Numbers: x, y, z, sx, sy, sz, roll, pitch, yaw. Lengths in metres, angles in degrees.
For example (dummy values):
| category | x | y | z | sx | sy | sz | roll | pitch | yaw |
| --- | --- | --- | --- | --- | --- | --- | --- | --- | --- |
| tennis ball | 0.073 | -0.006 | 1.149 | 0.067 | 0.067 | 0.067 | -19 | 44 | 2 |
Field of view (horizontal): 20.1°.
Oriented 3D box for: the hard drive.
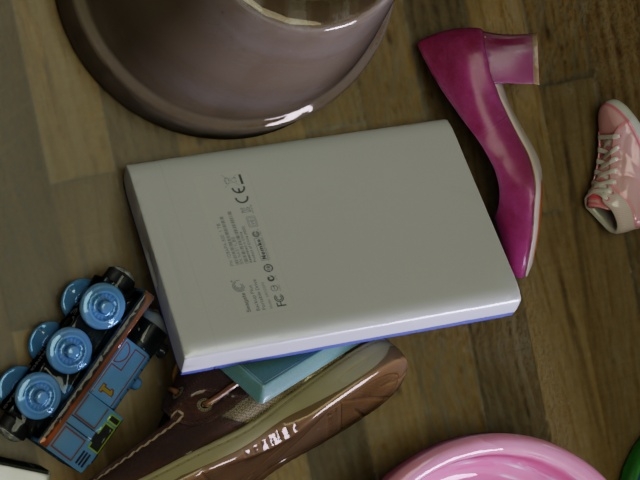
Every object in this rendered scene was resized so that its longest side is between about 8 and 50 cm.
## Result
| category | x | y | z | sx | sy | sz | roll | pitch | yaw |
| --- | --- | --- | --- | --- | --- | --- | --- | --- | --- |
| hard drive | 0.000 | 0.000 | 1.653 | 0.319 | 0.040 | 0.210 | -9 | 59 | -18 |

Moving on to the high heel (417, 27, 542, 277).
| category | x | y | z | sx | sy | sz | roll | pitch | yaw |
| --- | --- | --- | --- | --- | --- | --- | --- | --- | --- |
| high heel | 0.156 | -0.084 | 1.753 | 0.117 | 0.082 | 0.244 | -1 | 103 | 9 |

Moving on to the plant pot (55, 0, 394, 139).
| category | x | y | z | sx | sy | sz | roll | pitch | yaw |
| --- | --- | --- | --- | --- | --- | --- | --- | --- | --- |
| plant pot | -0.054 | -0.256 | 1.567 | 0.323 | 0.280 | 0.323 | 0 | 90 | -17 |

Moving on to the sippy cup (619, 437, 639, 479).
| category | x | y | z | sx | sy | sz | roll | pitch | yaw |
| --- | --- | --- | --- | --- | --- | --- | --- | --- | --- |
| sippy cup | 0.440 | 0.274 | 1.752 | 0.240 | 0.224 | 0.305 | -9 | 93 | -18 |

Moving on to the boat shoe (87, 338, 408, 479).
| category | x | y | z | sx | sy | sz | roll | pitch | yaw |
| --- | --- | --- | --- | --- | --- | --- | --- | --- | --- |
| boat shoe | -0.089 | 0.157 | 1.648 | 0.342 | 0.123 | 0.123 | -30 | 67 | -16 |

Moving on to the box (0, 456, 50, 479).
| category | x | y | z | sx | sy | sz | roll | pitch | yaw |
| --- | --- | --- | --- | --- | --- | --- | --- | --- | --- |
| box | -0.417 | 0.276 | 1.558 | 0.322 | 0.058 | 0.232 | 15 | 85 | -19 |

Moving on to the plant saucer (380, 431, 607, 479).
| category | x | y | z | sx | sy | sz | roll | pitch | yaw |
| --- | --- | --- | --- | --- | --- | --- | --- | --- | --- |
| plant saucer | 0.154 | 0.347 | 1.730 | 0.332 | 0.084 | 0.332 | 0 | 90 | -19 |

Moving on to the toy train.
| category | x | y | z | sx | sy | sz | roll | pitch | yaw |
| --- | --- | --- | --- | --- | --- | --- | --- | --- | --- |
| toy train | -0.210 | 0.114 | 1.619 | 0.105 | 0.080 | 0.184 | 41 | 75 | -23 |

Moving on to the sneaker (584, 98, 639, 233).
| category | x | y | z | sx | sy | sz | roll | pitch | yaw |
| --- | --- | --- | --- | --- | --- | --- | --- | --- | --- |
| sneaker | 0.292 | -0.069 | 1.797 | 0.070 | 0.051 | 0.134 | -24 | 101 | -22 |

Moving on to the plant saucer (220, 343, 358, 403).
| category | x | y | z | sx | sy | sz | roll | pitch | yaw |
| --- | --- | --- | --- | --- | --- | --- | --- | --- | --- |
| plant saucer | -0.005 | 0.081 | 1.638 | 0.192 | 0.018 | 0.067 | -30 | 55 | -33 |
